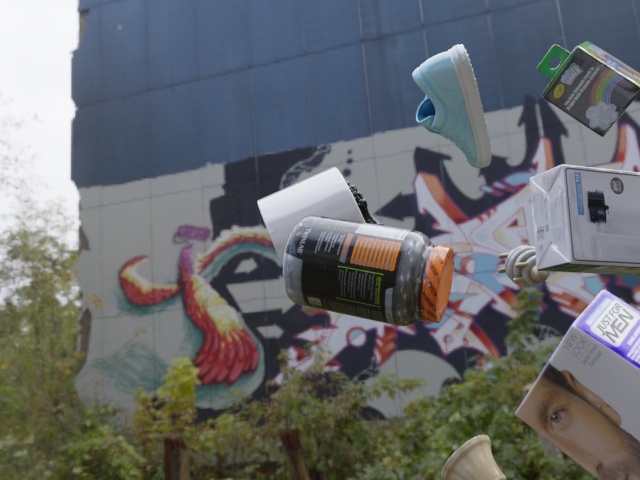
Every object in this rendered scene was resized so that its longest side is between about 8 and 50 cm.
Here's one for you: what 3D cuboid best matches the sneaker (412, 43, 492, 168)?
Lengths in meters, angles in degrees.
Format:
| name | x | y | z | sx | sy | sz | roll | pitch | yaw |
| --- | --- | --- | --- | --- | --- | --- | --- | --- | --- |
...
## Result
| name | x | y | z | sx | sy | sz | roll | pitch | yaw |
| --- | --- | --- | --- | --- | --- | --- | --- | --- | --- |
| sneaker | 0.305 | -0.295 | 1.468 | 0.150 | 0.135 | 0.366 | -16 | -41 | 15 |

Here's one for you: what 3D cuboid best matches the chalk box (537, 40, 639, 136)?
| name | x | y | z | sx | sy | sz | roll | pitch | yaw |
| --- | --- | --- | --- | --- | --- | --- | --- | --- | --- |
| chalk box | 0.594 | -0.355 | 1.394 | 0.132 | 0.213 | 0.132 | -33 | -22 | -51 |

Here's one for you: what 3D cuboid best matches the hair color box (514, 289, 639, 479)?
| name | x | y | z | sx | sy | sz | roll | pitch | yaw |
| --- | --- | --- | --- | --- | --- | --- | --- | --- | --- |
| hair color box | 0.423 | 0.235 | 0.725 | 0.110 | 0.338 | 0.185 | -28 | -36 | -38 |

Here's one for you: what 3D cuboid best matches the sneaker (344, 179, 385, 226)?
| name | x | y | z | sx | sy | sz | roll | pitch | yaw |
| --- | --- | --- | --- | --- | --- | --- | --- | --- | --- |
| sneaker | 0.087 | -0.009 | 1.439 | 0.100 | 0.272 | 0.108 | -35 | 2 | -40 |

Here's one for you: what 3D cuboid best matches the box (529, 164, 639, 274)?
| name | x | y | z | sx | sy | sz | roll | pitch | yaw |
| --- | --- | --- | --- | --- | --- | --- | --- | --- | --- |
| box | 0.509 | -0.029 | 1.061 | 0.289 | 0.169 | 0.087 | 4 | -12 | -18 |

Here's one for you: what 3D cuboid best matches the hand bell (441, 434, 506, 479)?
| name | x | y | z | sx | sy | sz | roll | pitch | yaw |
| --- | --- | --- | --- | --- | --- | --- | --- | --- | --- |
| hand bell | 0.348 | 0.494 | 1.151 | 0.126 | 0.126 | 0.242 | 6 | 28 | -40 |

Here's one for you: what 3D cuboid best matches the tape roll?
| name | x | y | z | sx | sy | sz | roll | pitch | yaw |
| --- | --- | --- | --- | --- | --- | --- | --- | --- | --- |
| tape roll | 0.000 | 0.000 | 1.218 | 0.169 | 0.246 | 0.246 | -23 | -13 | -1 |

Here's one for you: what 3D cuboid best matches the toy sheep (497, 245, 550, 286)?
| name | x | y | z | sx | sy | sz | roll | pitch | yaw |
| --- | --- | --- | --- | --- | --- | --- | --- | --- | --- |
| toy sheep | 0.410 | 0.050 | 1.251 | 0.091 | 0.091 | 0.132 | -1 | 21 | -16 |

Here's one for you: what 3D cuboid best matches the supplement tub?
| name | x | y | z | sx | sy | sz | roll | pitch | yaw |
| --- | --- | --- | --- | --- | --- | --- | --- | --- | --- |
| supplement tub | 0.060 | 0.038 | 0.761 | 0.190 | 0.117 | 0.117 | 10 | -6 | 21 |
